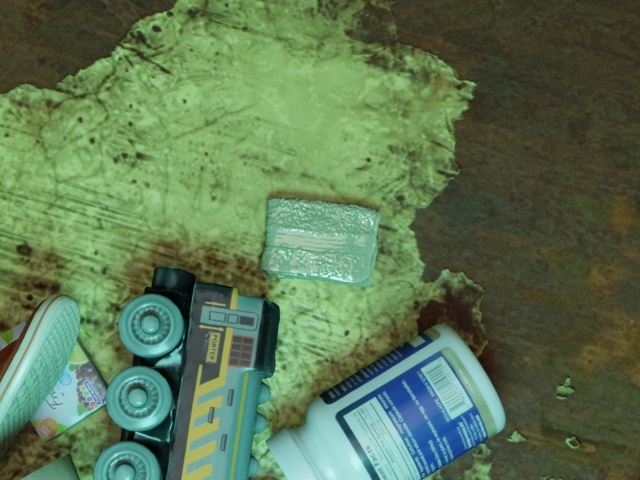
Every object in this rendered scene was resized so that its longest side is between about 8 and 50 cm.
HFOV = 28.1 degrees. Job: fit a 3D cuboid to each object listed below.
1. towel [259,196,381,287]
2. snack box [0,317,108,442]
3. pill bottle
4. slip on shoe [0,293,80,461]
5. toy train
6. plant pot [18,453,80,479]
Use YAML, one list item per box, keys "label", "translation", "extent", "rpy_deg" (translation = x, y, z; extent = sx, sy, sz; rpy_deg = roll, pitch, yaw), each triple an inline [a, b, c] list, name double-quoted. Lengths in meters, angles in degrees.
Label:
- label: "towel"
  translation: [0.000, 0.000, 1.628]
  extent: [0.148, 0.027, 0.110]
  rpy_deg: [7, 83, -4]
- label: "snack box"
  translation: [-0.334, 0.164, 1.582]
  extent: [0.100, 0.037, 0.141]
  rpy_deg: [-32, 88, -4]
- label: "pill bottle"
  translation: [0.077, 0.228, 1.549]
  extent: [0.265, 0.153, 0.153]
  rpy_deg: [-30, 87, -6]
- label: "slip on shoe"
  translation: [-0.397, 0.190, 1.509]
  extent: [0.101, 0.123, 0.331]
  rpy_deg: [39, 105, 10]
- label: "toy train"
  translation: [-0.156, 0.198, 1.528]
  extent: [0.190, 0.142, 0.334]
  rpy_deg: [8, 78, -1]
- label: "plant pot"
  translation: [-0.333, 0.425, 1.445]
  extent: [0.256, 0.256, 0.274]
  rpy_deg: [-29, 86, -6]
